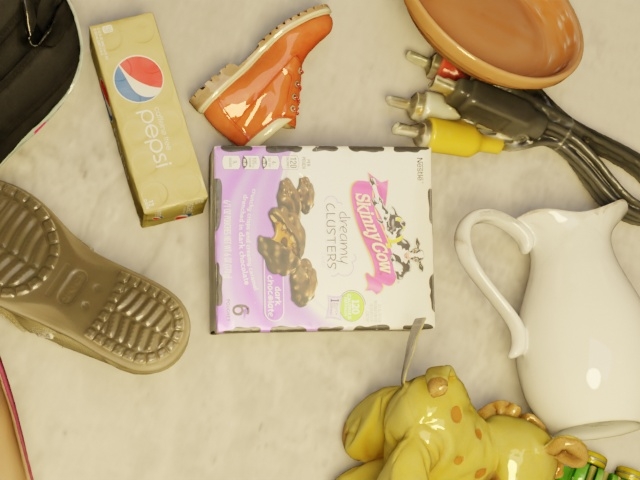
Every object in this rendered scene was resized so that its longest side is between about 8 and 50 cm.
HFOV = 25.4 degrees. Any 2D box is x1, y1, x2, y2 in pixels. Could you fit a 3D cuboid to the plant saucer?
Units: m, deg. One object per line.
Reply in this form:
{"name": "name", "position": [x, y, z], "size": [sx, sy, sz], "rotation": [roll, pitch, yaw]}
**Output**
{"name": "plant saucer", "position": [0.154, -0.215, 1.329], "size": [0.200, 0.037, 0.200], "rotation": [19, 47, -21]}

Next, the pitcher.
{"name": "pitcher", "position": [0.209, 0.069, 1.263], "size": [0.177, 0.125, 0.207], "rotation": [1, 69, -18]}

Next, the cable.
{"name": "cable", "position": [0.202, -0.106, 1.355], "size": [0.287, 0.072, 0.140], "rotation": [24, 56, -16]}

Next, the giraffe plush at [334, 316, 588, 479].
{"name": "giraffe plush", "position": [0.121, 0.193, 1.206], "size": [0.170, 0.181, 0.210], "rotation": [23, 91, -16]}

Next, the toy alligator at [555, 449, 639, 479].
{"name": "toy alligator", "position": [0.281, 0.235, 1.275], "size": [0.189, 0.051, 0.056], "rotation": [24, 75, -3]}

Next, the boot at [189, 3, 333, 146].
{"name": "boot", "position": [-0.036, -0.149, 1.313], "size": [0.158, 0.059, 0.085], "rotation": [-42, 90, -7]}

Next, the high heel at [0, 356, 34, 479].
{"name": "high heel", "position": [-0.263, 0.241, 1.107], "size": [0.127, 0.181, 0.377], "rotation": [-18, 80, -35]}

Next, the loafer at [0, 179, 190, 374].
{"name": "loafer", "position": [-0.228, 0.042, 1.219], "size": [0.268, 0.092, 0.102], "rotation": [33, 69, 16]}

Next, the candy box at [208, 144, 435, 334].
{"name": "candy box", "position": [0.000, 0.000, 1.264], "size": [0.196, 0.070, 0.165], "rotation": [-1, 85, -9]}

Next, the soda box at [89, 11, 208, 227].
{"name": "soda box", "position": [-0.156, -0.108, 1.279], "size": [0.061, 0.058, 0.181], "rotation": [-15, 79, -13]}

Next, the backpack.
{"name": "backpack", "position": [-0.332, -0.151, 1.171], "size": [0.253, 0.225, 0.191], "rotation": [-44, 50, -14]}
